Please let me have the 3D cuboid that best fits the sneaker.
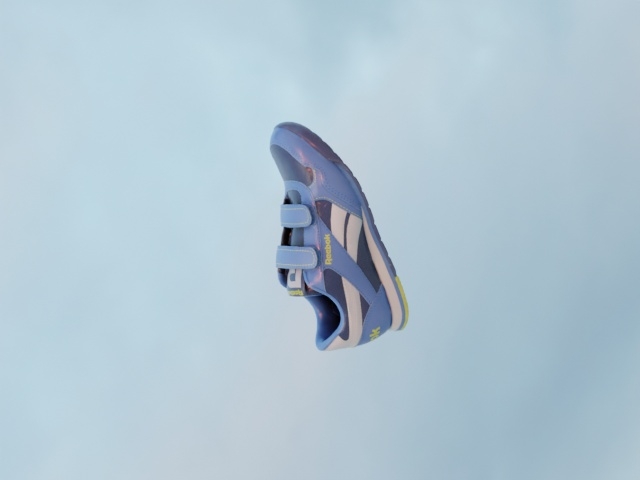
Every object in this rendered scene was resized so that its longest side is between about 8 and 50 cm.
[{"bbox_3d":[0.000,0.000,1.000,0.059,0.053,0.144,-28,-80,-18],"label":"sneaker"}]
